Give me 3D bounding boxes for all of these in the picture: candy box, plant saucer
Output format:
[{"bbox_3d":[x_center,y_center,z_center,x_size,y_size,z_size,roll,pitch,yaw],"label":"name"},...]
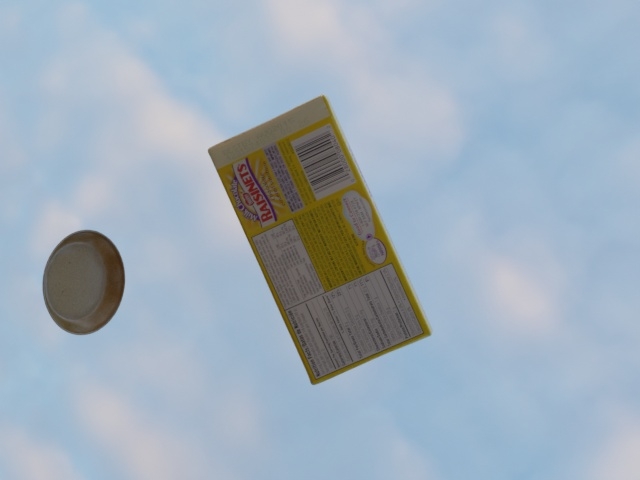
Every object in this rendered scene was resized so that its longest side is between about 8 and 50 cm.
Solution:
[{"bbox_3d":[0.000,0.000,0.886,0.105,0.027,0.206,-24,-90,13],"label":"candy box"},{"bbox_3d":[-0.190,0.033,0.888,0.015,0.083,0.083,3,-79,37],"label":"plant saucer"}]
